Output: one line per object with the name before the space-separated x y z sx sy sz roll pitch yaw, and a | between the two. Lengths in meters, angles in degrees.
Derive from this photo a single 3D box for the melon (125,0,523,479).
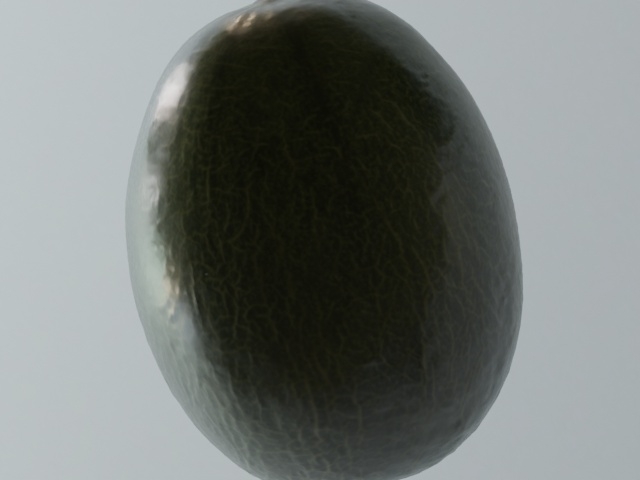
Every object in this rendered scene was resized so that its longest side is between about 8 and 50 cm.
melon | 0.000 0.000 0.922 0.238 0.237 0.301 -9 -82 19
